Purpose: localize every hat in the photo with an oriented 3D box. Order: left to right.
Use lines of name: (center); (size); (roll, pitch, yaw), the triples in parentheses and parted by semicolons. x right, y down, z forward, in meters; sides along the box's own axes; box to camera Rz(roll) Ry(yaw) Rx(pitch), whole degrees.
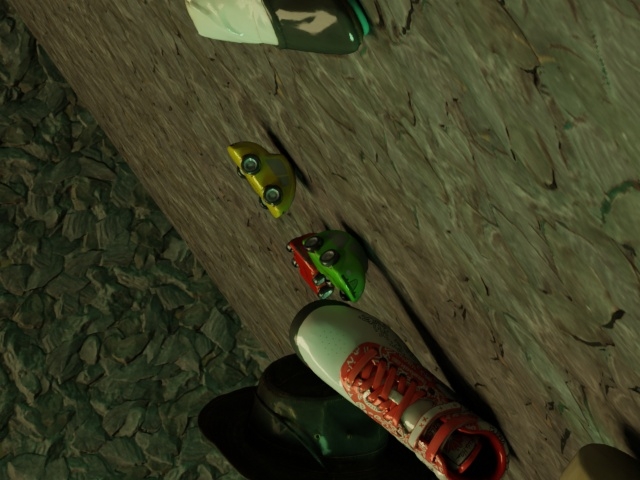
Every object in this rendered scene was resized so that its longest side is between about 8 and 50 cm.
hat: (0.007, 0.228, 2.261); (0.331, 0.331, 0.134); (43, 123, 55)

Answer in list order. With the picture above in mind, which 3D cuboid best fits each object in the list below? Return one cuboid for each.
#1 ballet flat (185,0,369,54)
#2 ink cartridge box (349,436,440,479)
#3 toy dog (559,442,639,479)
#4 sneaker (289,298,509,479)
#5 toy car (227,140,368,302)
ballet flat: (-0.074, -0.210, 1.286); (0.280, 0.096, 0.095); (48, 169, 37)
ink cartridge box: (0.094, 0.351, 2.377); (0.160, 0.092, 0.219); (23, -168, -35)
toy dog: (0.261, 0.314, 1.240); (0.220, 0.161, 0.333); (-51, 35, 44)
sneaker: (0.092, 0.166, 1.772); (0.270, 0.090, 0.145); (42, 176, -24)
toy car: (0.000, 0.000, 1.857); (0.239, 0.053, 0.225); (59, 170, -33)
